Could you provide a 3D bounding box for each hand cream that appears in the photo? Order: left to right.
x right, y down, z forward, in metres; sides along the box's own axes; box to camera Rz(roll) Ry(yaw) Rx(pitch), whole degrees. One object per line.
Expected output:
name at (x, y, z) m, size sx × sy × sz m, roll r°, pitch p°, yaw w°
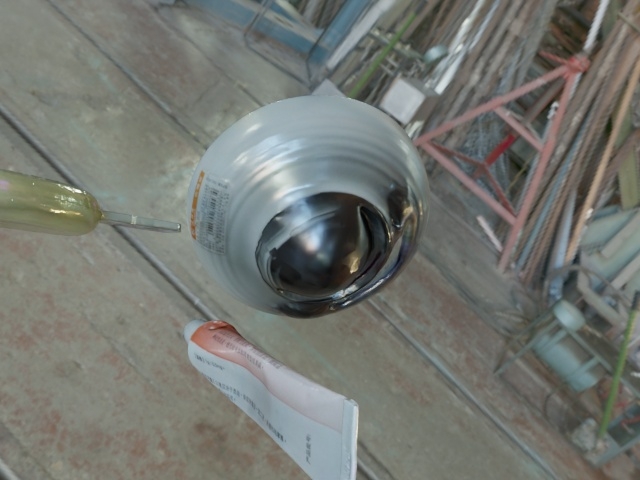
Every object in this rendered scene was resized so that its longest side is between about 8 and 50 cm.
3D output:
hand cream at (-0.038, 0.085, 0.405) m, size 0.216 × 0.038 × 0.052 m, roll 19°, pitch -40°, yaw 57°

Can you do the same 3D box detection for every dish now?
dish at (0.000, 0.000, 0.706) m, size 0.273 × 0.273 × 0.134 m, roll 24°, pitch 27°, yaw -28°

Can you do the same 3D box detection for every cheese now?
cheese at (-0.197, -0.022, 0.528) m, size 0.192 × 0.097 × 0.038 m, roll 11°, pitch 82°, yaw -45°
